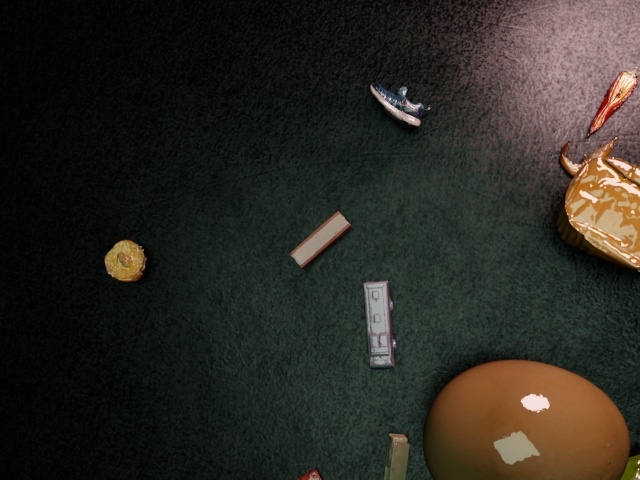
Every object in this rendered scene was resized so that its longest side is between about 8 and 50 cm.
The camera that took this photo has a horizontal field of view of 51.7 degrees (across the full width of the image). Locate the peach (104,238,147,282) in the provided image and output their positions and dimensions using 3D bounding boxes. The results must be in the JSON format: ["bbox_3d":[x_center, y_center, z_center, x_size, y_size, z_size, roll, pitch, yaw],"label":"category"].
[{"bbox_3d":[-0.442,0.050,1.510,0.098,0.061,0.098,2,81,-15],"label":"peach"}]

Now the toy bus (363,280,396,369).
[{"bbox_3d":[0.126,0.181,1.408,0.064,0.075,0.190,-5,82,7],"label":"toy bus"}]

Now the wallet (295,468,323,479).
[{"bbox_3d":[-0.067,0.585,1.418,0.196,0.020,0.103,-32,81,4],"label":"wallet"}]

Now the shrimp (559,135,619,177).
[{"bbox_3d":[0.574,-0.191,1.411,0.127,0.025,0.091,-39,79,5],"label":"shrimp"}]

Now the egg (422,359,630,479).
[{"bbox_3d":[0.379,0.375,1.238,0.374,0.301,0.301,1,84,-4],"label":"egg"}]

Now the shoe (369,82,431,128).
[{"bbox_3d":[0.171,-0.308,1.461,0.143,0.064,0.071,36,91,7],"label":"shoe"}]

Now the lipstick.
[{"bbox_3d":[0.000,0.000,1.461,0.145,0.045,0.045,-41,79,1],"label":"lipstick"}]

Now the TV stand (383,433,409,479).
[{"bbox_3d":[0.151,0.535,1.383,0.036,0.042,0.249,8,87,-12],"label":"TV stand"}]

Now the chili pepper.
[{"bbox_3d":[0.626,-0.295,1.414,0.045,0.027,0.178,33,89,14],"label":"chili pepper"}]

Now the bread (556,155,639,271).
[{"bbox_3d":[0.623,-0.032,1.316,0.288,0.156,0.204,25,85,21],"label":"bread"}]

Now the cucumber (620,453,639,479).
[{"bbox_3d":[0.595,0.516,1.286,0.134,0.134,0.244,27,82,10],"label":"cucumber"}]
